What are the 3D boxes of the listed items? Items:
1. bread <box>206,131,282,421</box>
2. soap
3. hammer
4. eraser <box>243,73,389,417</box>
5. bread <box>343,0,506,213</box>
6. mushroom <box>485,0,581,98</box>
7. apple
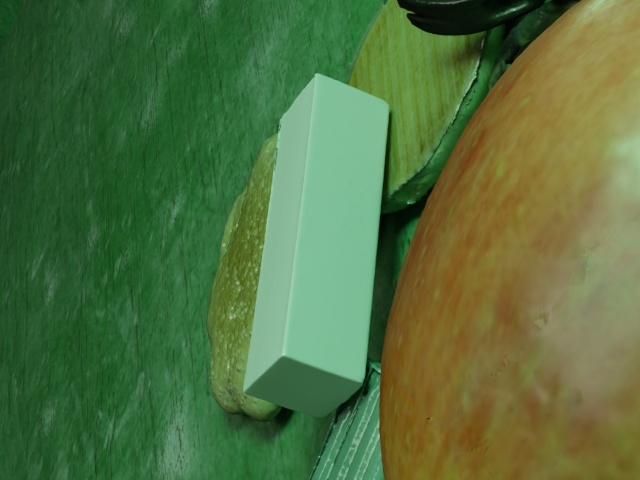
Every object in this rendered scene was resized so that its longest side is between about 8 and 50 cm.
[{"bbox_3d":[-0.054,0.030,1.531,0.316,0.054,0.316,-166,90,-72],"label":"bread"},{"bbox_3d":[0.038,0.203,1.234,0.198,0.063,0.114,-68,23,5],"label":"soap"},{"bbox_3d":[0.138,-0.323,1.399,0.168,0.044,0.440,-22,36,15],"label":"hammer"},{"bbox_3d":[0.000,-0.001,1.320,0.076,0.078,0.298,-46,29,47],"label":"eraser"},{"bbox_3d":[0.090,-0.146,1.411,0.267,0.040,0.267,-46,33,43],"label":"bread"},{"bbox_3d":[0.209,-0.016,0.986,0.344,0.130,0.247,-105,27,-53],"label":"mushroom"},{"bbox_3d":[0.196,0.064,0.650,0.364,0.364,0.364,-45,35,44],"label":"apple"}]
